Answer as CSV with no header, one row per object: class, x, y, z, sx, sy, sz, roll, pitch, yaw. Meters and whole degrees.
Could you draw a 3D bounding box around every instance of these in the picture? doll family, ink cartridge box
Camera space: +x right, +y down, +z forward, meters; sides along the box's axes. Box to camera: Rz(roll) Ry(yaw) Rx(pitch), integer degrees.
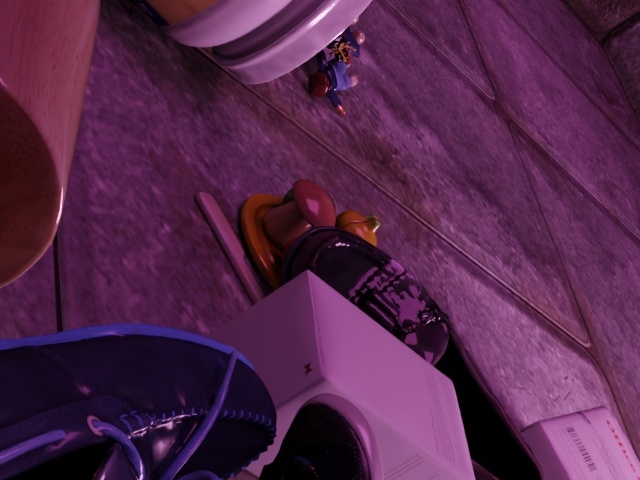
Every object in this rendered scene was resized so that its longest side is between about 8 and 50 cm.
doll family,-0.002,-0.236,1.399,0.193,0.076,0.111,57,18,-5
ink cartridge box,0.251,0.254,1.227,0.218,0.092,0.159,4,55,-60

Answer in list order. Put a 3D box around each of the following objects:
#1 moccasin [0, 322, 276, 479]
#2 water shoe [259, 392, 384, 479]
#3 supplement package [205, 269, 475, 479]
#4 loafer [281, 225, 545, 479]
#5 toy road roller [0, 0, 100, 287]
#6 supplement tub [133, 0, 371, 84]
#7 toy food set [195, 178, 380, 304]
moccasin,-0.143,0.122,0.597,0.342,0.138,0.117,1,43,-48
water shoe,-0.024,0.181,0.680,0.080,0.073,0.203,20,84,-54
supplement package,0.014,0.124,0.913,0.179,0.105,0.105,40,28,-36
loafer,0.088,0.106,1.035,0.302,0.109,0.095,52,-21,-24
toy road roller,-0.250,-0.102,0.403,0.202,0.329,0.241,-94,-178,-49
supplement tub,-0.108,-0.321,1.086,0.331,0.241,0.241,45,25,-26
toy food set,0.000,0.000,1.091,0.218,0.071,0.128,5,54,-61
